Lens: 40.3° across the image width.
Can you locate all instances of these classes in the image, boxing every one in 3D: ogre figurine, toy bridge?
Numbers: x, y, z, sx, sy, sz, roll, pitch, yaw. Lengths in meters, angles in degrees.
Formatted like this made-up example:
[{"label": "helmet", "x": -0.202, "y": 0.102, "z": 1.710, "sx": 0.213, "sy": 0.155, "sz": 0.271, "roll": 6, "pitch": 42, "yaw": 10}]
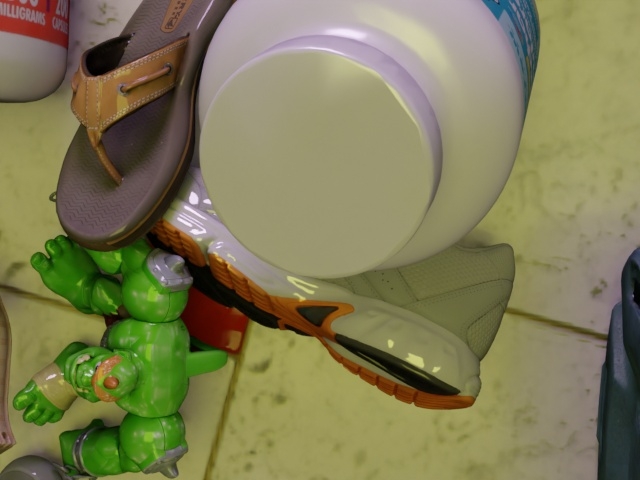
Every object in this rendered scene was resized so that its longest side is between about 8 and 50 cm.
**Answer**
[{"label": "ogre figurine", "x": -0.129, "y": 0.067, "z": 0.557, "sx": 0.118, "sy": 0.097, "sz": 0.197, "roll": 10, "pitch": 83, "yaw": 38}, {"label": "toy bridge", "x": -0.241, "y": 0.052, "z": 0.573, "sx": 0.063, "sy": 0.026, "sz": 0.188, "roll": -31, "pitch": 71, "yaw": 6}]

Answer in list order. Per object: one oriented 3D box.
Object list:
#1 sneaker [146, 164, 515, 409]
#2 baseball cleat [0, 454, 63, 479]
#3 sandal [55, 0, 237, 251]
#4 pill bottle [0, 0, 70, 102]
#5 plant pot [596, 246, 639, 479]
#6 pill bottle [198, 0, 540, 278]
[{"label": "sneaker", "x": 0.000, "y": 0.000, "z": 0.561, "sx": 0.262, "sy": 0.099, "sz": 0.121, "roll": 29, "pitch": 70, "yaw": 9}, {"label": "baseball cleat", "x": -0.216, "y": 0.247, "z": 0.565, "sx": 0.072, "sy": 0.109, "sz": 0.206, "roll": 6, "pitch": 84, "yaw": 12}, {"label": "sandal", "x": -0.108, "y": -0.101, "z": 0.525, "sx": 0.090, "sy": 0.060, "sz": 0.219, "roll": 16, "pitch": 77, "yaw": 32}, {"label": "pill bottle", "x": -0.231, "y": -0.245, "z": 0.496, "sx": 0.181, "sy": 0.181, "sz": 0.323, "roll": 5, "pitch": 96, "yaw": 4}, {"label": "plant pot", "x": 0.323, "y": 0.137, "z": 0.437, "sx": 0.334, "sy": 0.341, "sz": 0.341, "roll": 2, "pitch": 96, "yaw": 12}, {"label": "pill bottle", "x": 0.032, "y": -0.078, "z": 0.439, "sx": 0.146, "sy": 0.264, "sz": 0.146, "roll": 6, "pitch": 115, "yaw": 14}]
